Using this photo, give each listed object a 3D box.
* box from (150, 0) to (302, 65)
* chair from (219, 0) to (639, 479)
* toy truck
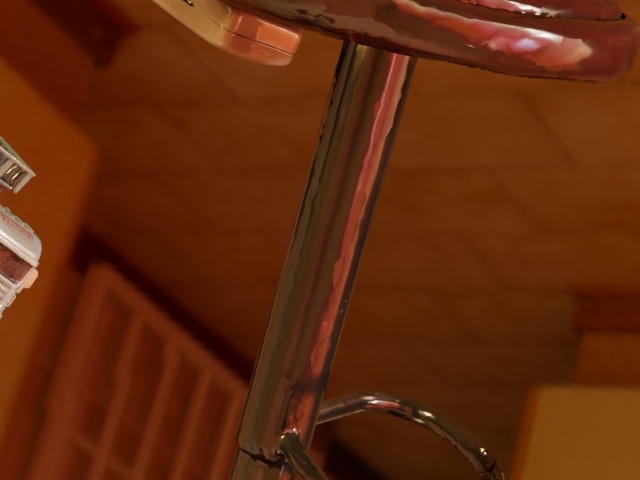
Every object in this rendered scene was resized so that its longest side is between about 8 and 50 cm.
[{"bbox_3d":[-0.057,-0.115,0.918,0.048,0.025,0.115,17,-163,-46],"label":"box"},{"bbox_3d":[0.000,0.000,0.868,0.226,0.401,0.226,13,-167,-3],"label":"chair"},{"bbox_3d":[-0.271,-0.019,1.501,0.080,0.115,0.178,42,-179,-38],"label":"toy truck"}]
